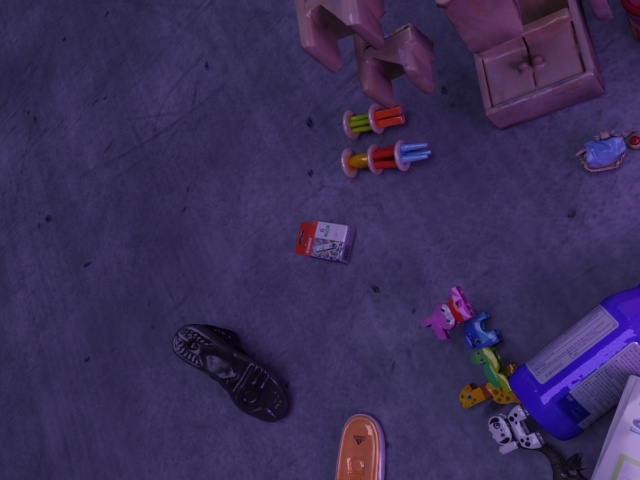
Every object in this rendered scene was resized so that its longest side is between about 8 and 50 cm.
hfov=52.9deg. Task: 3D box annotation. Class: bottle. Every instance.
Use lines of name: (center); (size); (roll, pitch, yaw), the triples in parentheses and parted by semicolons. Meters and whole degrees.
bottle: (0.368, 0.123, 0.778); (0.283, 0.118, 0.092); (-43, 40, 11)

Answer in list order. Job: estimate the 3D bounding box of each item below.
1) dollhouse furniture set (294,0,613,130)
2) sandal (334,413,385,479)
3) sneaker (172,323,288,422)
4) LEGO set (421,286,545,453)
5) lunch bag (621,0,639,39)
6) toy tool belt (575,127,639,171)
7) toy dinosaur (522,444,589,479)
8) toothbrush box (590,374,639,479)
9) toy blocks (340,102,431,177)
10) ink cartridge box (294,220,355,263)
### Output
dollhouse furniture set: (0.216, -0.346, 0.823); (0.362, 0.394, 0.256); (-18, 69, 31)
sandal: (0.041, 0.394, 0.954); (0.102, 0.076, 0.265); (-7, 75, 32)
sneaker: (-0.143, 0.221, 1.122); (0.227, 0.130, 0.087); (34, 93, 6)
LEGO set: (0.217, 0.186, 0.889); (0.093, 0.087, 0.227); (-35, 68, 25)
lunch bag: (0.509, -0.401, 0.824); (0.258, 0.120, 0.293); (11, 83, 39)
toy tool belt: (0.390, -0.125, 0.867); (0.083, 0.051, 0.052); (-22, 67, 27)
toy dinosaur: (0.336, 0.353, 0.740); (0.313, 0.121, 0.160); (21, 129, 49)
toothbrush box: (0.408, 0.226, 0.629); (0.206, 0.283, 0.122); (21, 90, 34)
toy blocks: (0.110, -0.170, 1.060); (0.148, 0.054, 0.123); (-4, 77, 32)
ink cartridge box: (0.000, 0.000, 1.106); (0.115, 0.029, 0.062); (10, 84, 34)
